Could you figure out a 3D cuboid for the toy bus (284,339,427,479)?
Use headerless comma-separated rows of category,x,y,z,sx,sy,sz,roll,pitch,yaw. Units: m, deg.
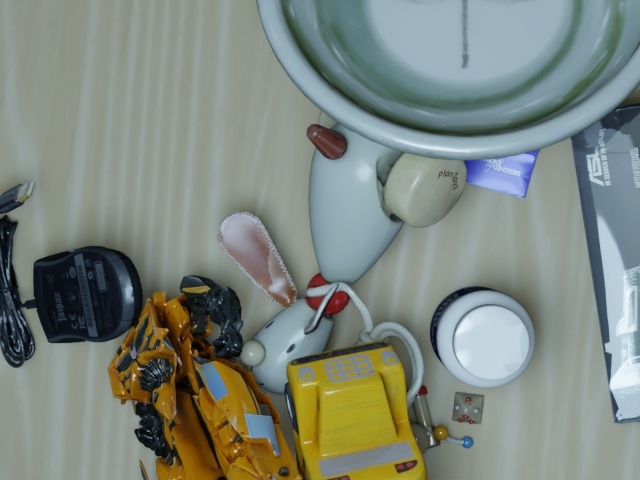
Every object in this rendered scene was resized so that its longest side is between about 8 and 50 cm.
toy bus,0.040,0.260,1.423,0.108,0.130,0.332,-10,125,-7

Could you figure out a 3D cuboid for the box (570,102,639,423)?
box,0.383,0.011,1.471,0.242,0.076,0.307,-8,87,10

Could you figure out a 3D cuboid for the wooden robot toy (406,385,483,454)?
wooden robot toy,0.082,0.192,1.517,0.173,0.079,0.076,-19,85,8

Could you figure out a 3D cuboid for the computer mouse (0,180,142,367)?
computer mouse,-0.260,0.022,1.549,0.262,0.060,0.184,-18,84,48

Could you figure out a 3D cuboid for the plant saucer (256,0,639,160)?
plant saucer,0.140,-0.243,1.454,0.400,0.100,0.400,-2,67,4

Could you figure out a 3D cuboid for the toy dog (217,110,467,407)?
toy dog,0.000,0.000,1.463,0.220,0.161,0.333,16,95,43

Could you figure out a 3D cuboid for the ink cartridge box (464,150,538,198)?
ink cartridge box,0.139,-0.168,1.538,0.206,0.045,0.208,16,92,10

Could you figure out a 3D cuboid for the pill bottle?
pill bottle,0.156,0.093,1.455,0.094,0.169,0.094,0,90,0

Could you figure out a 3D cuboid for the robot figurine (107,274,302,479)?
robot figurine,-0.123,0.171,1.477,0.211,0.085,0.291,-58,45,29
